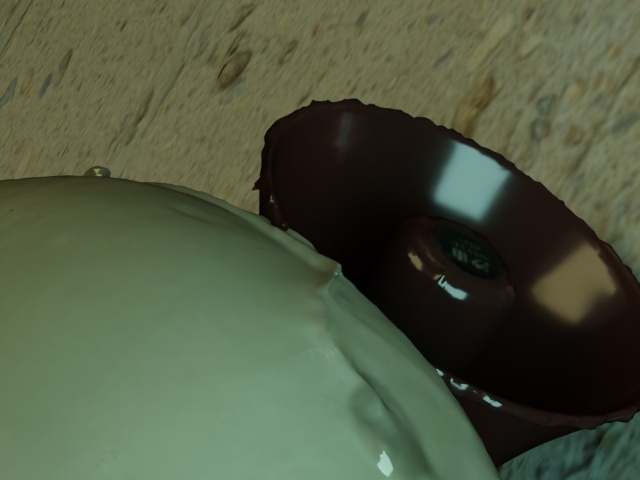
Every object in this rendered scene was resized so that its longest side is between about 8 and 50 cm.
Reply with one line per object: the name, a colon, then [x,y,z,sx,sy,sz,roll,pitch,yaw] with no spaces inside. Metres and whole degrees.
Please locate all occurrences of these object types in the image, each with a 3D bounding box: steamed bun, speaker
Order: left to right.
steamed bun: [-0.106,0.170,0.603,0.241,0.374,0.374,-29,-3,-45]
speaker: [-0.025,0.079,0.788,0.329,0.198,0.259,-51,49,35]
